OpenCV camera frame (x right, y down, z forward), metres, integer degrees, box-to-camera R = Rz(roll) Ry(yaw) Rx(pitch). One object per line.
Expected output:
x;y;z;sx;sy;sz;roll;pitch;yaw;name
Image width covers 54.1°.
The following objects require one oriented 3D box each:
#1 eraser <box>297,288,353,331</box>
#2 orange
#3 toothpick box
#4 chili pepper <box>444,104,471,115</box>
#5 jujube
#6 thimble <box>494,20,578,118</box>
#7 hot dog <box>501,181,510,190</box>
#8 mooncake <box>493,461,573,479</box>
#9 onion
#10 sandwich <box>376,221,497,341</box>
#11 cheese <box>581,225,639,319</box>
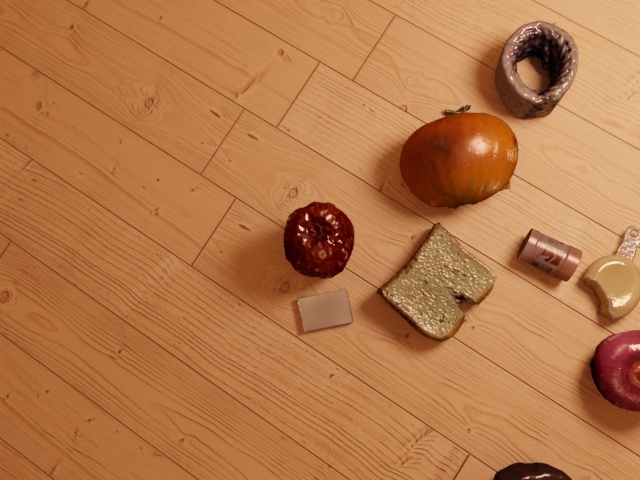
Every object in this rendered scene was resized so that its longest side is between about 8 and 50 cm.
0.014;0.204;1.838;0.150;0.023;0.104;-12;81;4;eraser
0.382;-0.229;1.747;0.309;0.274;0.275;-1;82;-1;orange
0.641;0.040;1.757;0.148;0.098;0.099;26;86;10;toothpick box
0.414;-0.389;1.880;0.083;0.022;0.027;-12;82;8;chili pepper
0.000;0.000;1.764;0.212;0.232;0.213;-1;78;3;jujube
0.620;-0.486;1.806;0.216;0.157;0.246;-6;81;8;thimble
0.439;-0.210;1.819;0.261;0.093;0.123;43;97;25;hot dog
0.562;0.725;1.648;0.282;0.141;0.283;0;89;-1;mooncake
0.815;0.347;1.665;0.200;0.201;0.208;-22;112;3;onion
0.335;0.131;1.780;0.249;0.095;0.273;41;87;6;sandwich
0.846;0.092;1.742;0.249;0.071;0.163;-44;80;-2;cheese
